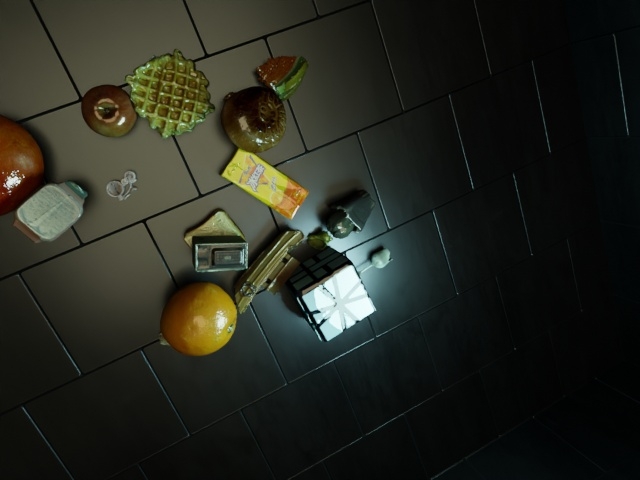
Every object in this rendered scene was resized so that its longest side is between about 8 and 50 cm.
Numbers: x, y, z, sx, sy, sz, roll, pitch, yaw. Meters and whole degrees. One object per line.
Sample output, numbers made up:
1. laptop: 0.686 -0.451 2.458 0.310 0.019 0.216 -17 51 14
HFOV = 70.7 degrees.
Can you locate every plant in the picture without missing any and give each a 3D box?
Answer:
1. plant: 0.131 -0.117 2.047 0.256 0.142 0.164 -43 111 -17

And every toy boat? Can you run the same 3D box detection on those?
1. toy boat: -0.217 0.136 1.986 0.162 0.136 0.445 41 89 4

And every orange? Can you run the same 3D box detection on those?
1. orange: -0.494 0.320 1.846 0.312 0.312 0.312 -4 103 -17

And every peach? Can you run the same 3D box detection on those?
1. peach: -1.137 -0.261 1.514 0.373 0.290 0.372 -8 110 -23

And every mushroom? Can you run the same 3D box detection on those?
1. mushroom: -0.262 -0.492 1.795 0.278 0.163 0.297 51 51 -11

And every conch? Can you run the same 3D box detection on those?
1. conch: 0.000 0.000 2.059 0.121 0.074 0.089 -2 64 4

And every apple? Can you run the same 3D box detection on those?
1. apple: -0.773 -0.474 1.652 0.188 0.174 0.188 -5 106 -17

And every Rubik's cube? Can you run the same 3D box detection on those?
1. Rubik's cube: 0.032 0.233 2.013 0.294 0.283 0.288 -33 111 -11

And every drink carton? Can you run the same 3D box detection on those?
1. drink carton: -0.237 -0.247 1.913 0.351 0.111 0.154 33 90 -20

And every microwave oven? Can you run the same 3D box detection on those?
1. microwave oven: -0.409 0.056 1.823 0.205 0.163 0.129 -2 105 -20

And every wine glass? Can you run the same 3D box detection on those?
1. wine glass: 0.251 0.114 2.166 0.196 0.079 0.079 -33 110 -8

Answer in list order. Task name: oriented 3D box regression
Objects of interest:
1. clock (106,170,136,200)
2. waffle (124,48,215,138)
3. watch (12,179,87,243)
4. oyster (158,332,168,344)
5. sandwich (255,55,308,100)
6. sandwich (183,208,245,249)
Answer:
1. clock: -0.775 -0.216 1.777 0.129 0.041 0.087 -40 107 -1
2. waffle: -0.569 -0.558 1.728 0.317 0.073 0.297 -42 112 -24
3. watch: -0.966 -0.114 1.626 0.253 0.241 0.161 -48 116 -21
4. oyster: -0.646 0.432 1.960 0.100 0.037 0.098 -21 107 -13
5. sandwich: -0.156 -0.688 1.854 0.160 0.109 0.184 39 84 5
6. sandwich: -0.451 -0.013 1.915 0.215 0.065 0.186 -39 110 -6
